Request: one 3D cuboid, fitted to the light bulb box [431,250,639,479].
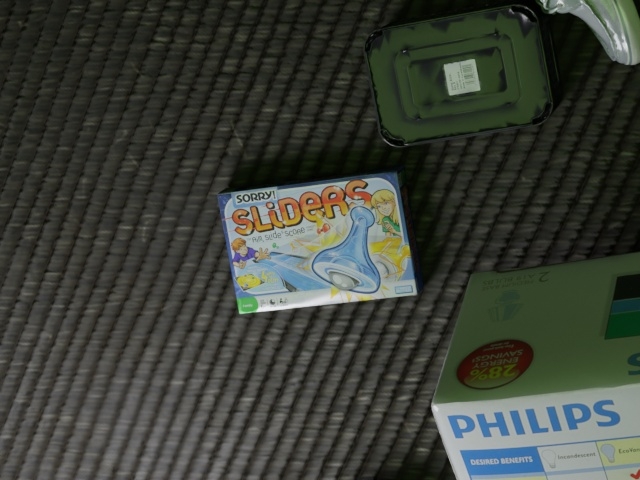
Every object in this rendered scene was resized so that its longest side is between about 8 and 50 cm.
[{"bbox_3d":[0.336,0.208,1.799,0.358,0.225,0.361,-9,121,21],"label":"light bulb box"}]

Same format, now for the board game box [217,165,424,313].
[{"bbox_3d":[0.000,0.000,2.012,0.201,0.035,0.136,-7,101,16],"label":"board game box"}]

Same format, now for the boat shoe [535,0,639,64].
[{"bbox_3d":[0.239,-0.262,1.856,0.081,0.079,0.227,-29,88,-4],"label":"boat shoe"}]

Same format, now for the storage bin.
[{"bbox_3d":[0.146,-0.171,1.908,0.180,0.084,0.122,-8,100,17],"label":"storage bin"}]
